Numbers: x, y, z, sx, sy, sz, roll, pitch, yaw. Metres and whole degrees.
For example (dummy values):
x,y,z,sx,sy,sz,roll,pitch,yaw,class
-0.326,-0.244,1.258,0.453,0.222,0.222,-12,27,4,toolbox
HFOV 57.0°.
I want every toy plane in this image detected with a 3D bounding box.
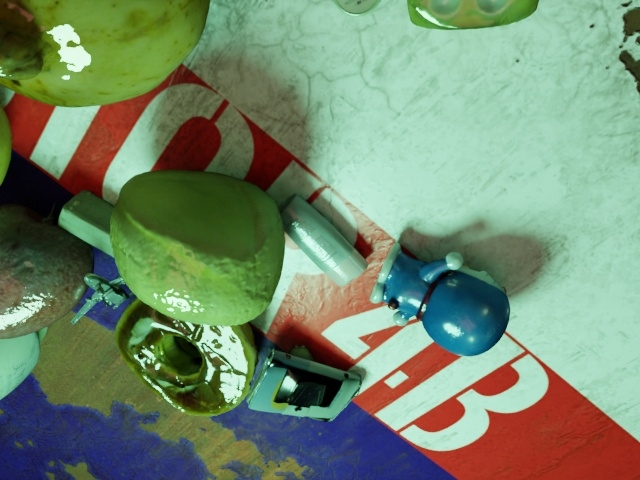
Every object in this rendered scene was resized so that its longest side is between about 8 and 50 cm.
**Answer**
x,y,z,sx,sy,sz,roll,pitch,yaw,class
-0.435,0.102,1.220,0.226,0.226,0.058,-36,85,-7,toy plane

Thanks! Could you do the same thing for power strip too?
x,y,z,sx,sy,sz,roll,pitch,yaw,class
-0.381,0.001,1.199,0.287,0.093,0.053,31,121,-5,power strip

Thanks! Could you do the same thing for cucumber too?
x,y,z,sx,sy,sz,roll,pitch,yaw,class
-0.045,0.267,1.316,0.067,0.035,0.108,3,126,0,cucumber

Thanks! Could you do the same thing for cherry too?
x,y,z,sx,sy,sz,roll,pitch,yaw,class
-0.604,0.064,1.196,0.261,0.308,0.221,25,162,-1,cherry

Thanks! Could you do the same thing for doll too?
x,y,z,sx,sy,sz,roll,pitch,yaw,class
0.221,0.107,1.090,0.256,0.161,0.215,30,140,14,doll

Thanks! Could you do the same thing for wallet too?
x,y,z,sx,sy,sz,roll,pitch,yaw,class
-0.036,0.334,1.303,0.230,0.069,0.170,19,120,-19,wallet

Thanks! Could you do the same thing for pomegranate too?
x,y,z,sx,sy,sz,roll,pitch,yaw,class
-0.332,-0.344,0.771,0.409,0.410,0.411,7,123,10,pomegranate

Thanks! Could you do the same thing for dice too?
x,y,z,sx,sy,sz,roll,pitch,yaw,class
0.197,-0.375,0.759,0.166,0.169,0.169,0,122,15,dice

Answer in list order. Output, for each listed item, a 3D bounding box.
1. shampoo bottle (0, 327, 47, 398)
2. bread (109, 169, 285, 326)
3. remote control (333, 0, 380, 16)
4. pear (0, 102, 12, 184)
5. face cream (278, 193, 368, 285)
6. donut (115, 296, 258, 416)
x,y,z,sx,sy,sz,roll,pitch,yaw,class
-0.805,0.223,1.317,0.322,0.317,0.323,8,122,12,shampoo bottle
-0.213,0.015,1.037,0.320,0.320,0.238,13,110,6,bread
0.022,-0.433,0.847,0.078,0.042,0.222,-19,116,24,remote control
-0.730,-0.178,1.034,0.348,0.348,0.349,7,123,10,pear
0.000,0.000,1.122,0.084,0.057,0.198,-34,111,31,face cream
-0.283,0.219,1.289,0.329,0.160,0.330,3,112,7,donut
